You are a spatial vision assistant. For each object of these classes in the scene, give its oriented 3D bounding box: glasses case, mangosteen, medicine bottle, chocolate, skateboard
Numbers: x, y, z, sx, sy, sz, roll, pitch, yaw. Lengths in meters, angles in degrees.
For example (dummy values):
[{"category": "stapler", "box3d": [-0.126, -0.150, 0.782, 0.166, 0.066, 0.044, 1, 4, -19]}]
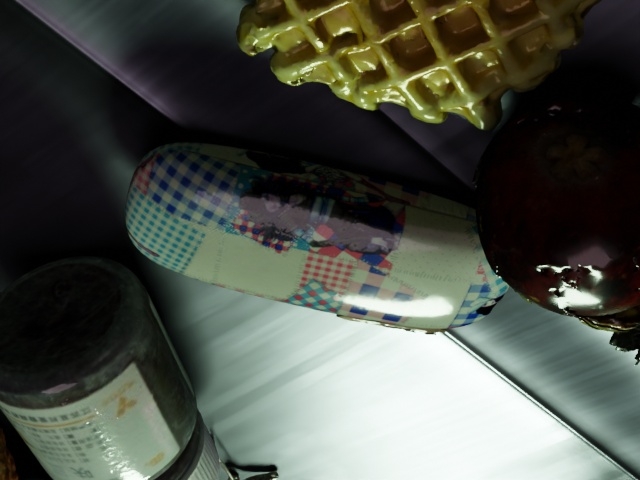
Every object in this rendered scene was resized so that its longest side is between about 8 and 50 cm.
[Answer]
[{"category": "glasses case", "box3d": [0.000, 0.000, 0.858, 0.327, 0.076, 0.125, 13, 132, -5]}, {"category": "mangosteen", "box3d": [0.190, -0.016, 0.757, 0.166, 0.166, 0.180, 1, 146, 7]}, {"category": "medicine bottle", "box3d": [-0.205, 0.160, 0.986, 0.165, 0.165, 0.273, -4, 133, 12]}, {"category": "chocolate", "box3d": [0.066, 0.064, 0.937, 0.101, 0.031, 0.064, 10, 174, -4]}, {"category": "skateboard", "box3d": [-0.091, 0.257, 1.166, 0.064, 0.032, 0.083, -18, 132, 11]}]

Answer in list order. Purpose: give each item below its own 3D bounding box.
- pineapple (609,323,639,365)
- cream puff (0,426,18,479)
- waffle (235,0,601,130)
[{"category": "pineapple", "box3d": [0.339, 0.088, 0.905, 0.159, 0.074, 0.074, 6, 135, 5]}, {"category": "cream puff", "box3d": [-0.453, 0.260, 1.062, 0.350, 0.228, 0.350, 4, 106, 16]}, {"category": "waffle", "box3d": [0.072, -0.184, 0.680, 0.250, 0.056, 0.261, 13, 133, -5]}]
